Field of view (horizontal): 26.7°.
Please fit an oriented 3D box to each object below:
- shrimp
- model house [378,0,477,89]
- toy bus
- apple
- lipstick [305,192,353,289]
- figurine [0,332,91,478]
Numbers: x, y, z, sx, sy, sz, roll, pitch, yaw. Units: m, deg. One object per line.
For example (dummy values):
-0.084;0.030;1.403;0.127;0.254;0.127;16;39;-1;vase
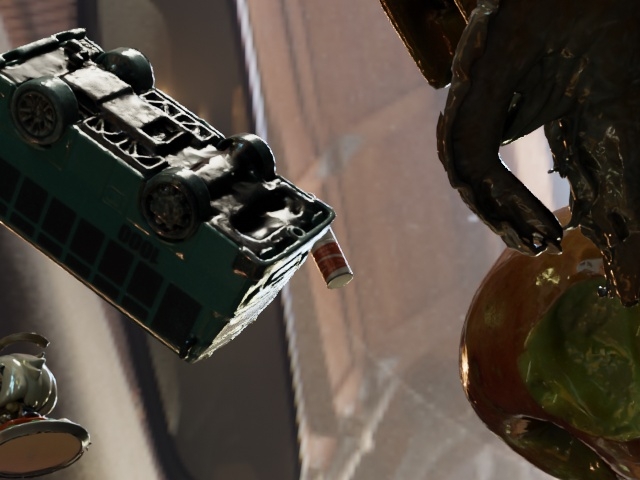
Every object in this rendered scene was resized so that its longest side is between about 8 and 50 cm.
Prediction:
0.112;-0.038;0.621;0.126;0.047;0.223;-37;-48;-18;shrimp
0.143;-0.278;1.147;0.173;0.239;0.268;-37;-70;-13;model house
-0.133;-0.031;0.997;0.128;0.256;0.147;-37;-20;-55;toy bus
0.324;0.111;1.484;0.339;0.340;0.339;5;-90;-66;apple
0.000;0.000;1.769;0.130;0.038;0.038;64;-168;25;lipstick
-0.340;0.182;1.565;0.132;0.132;0.153;52;-162;-57;figurine
